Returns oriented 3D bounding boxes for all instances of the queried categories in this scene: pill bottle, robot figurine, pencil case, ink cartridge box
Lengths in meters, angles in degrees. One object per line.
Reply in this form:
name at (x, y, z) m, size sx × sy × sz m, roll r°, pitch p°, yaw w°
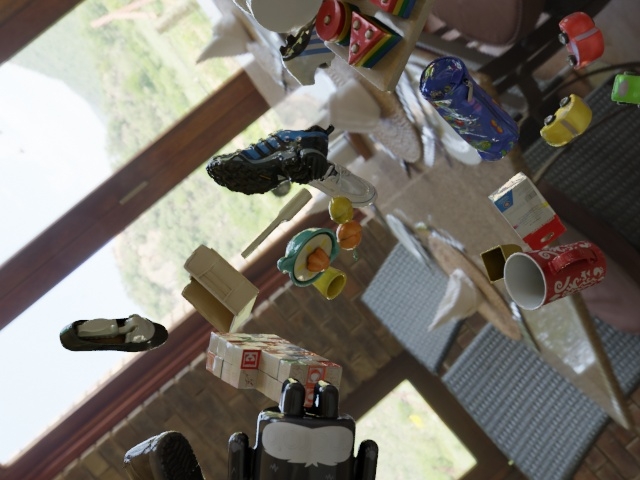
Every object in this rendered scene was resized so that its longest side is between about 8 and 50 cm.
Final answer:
pill bottle at (-0.141, -0.688, 1.606) m, size 0.407 × 0.229 × 0.229 m, roll 65°, pitch -174°, yaw 35°
robot figurine at (-0.029, 0.378, 1.128) m, size 0.209 × 0.278 × 0.174 m, roll 0°, pitch 173°, yaw 32°
pencil case at (0.355, -0.304, 1.560) m, size 0.306 × 0.119 × 0.133 m, roll 33°, pitch 171°, yaw -39°
ink cartridge box at (0.669, -0.089, 2.152) m, size 0.231 × 0.134 × 0.078 m, roll 49°, pitch -168°, yaw -15°

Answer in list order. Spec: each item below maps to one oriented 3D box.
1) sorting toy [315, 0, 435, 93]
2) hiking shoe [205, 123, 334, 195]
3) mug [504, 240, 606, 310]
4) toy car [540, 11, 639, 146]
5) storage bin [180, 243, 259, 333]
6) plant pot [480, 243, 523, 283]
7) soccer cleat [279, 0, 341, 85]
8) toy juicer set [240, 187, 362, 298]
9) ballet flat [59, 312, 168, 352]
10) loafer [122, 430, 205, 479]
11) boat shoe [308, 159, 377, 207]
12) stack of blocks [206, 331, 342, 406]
sorting toy at (0.100, -0.481, 1.383) m, size 0.089 × 0.255 × 0.257 m, roll 1°, pitch -144°, yaw -38°
hiking shoe at (-0.115, -0.187, 1.524) m, size 0.113 × 0.304 × 0.132 m, roll 65°, pitch -150°, yaw -46°
mug at (0.467, 0.063, 1.276) m, size 0.150 × 0.169 × 0.113 m, roll 3°, pitch 103°, yaw 65°
toy car at (0.525, -0.279, 1.200) m, size 0.053 × 0.225 × 0.239 m, roll -117°, pitch 32°, yaw -72°
storage bin at (-0.355, 0.174, 2.279) m, size 0.260 × 0.123 × 0.262 m, roll 41°, pitch 153°, yaw 7°
plant pot at (0.467, 0.053, 1.667) m, size 0.081 × 0.083 × 0.081 m, roll -34°, pitch 71°, yaw 59°
soccer cleat at (0.004, -0.572, 1.864) m, size 0.116 × 0.331 × 0.143 m, roll 10°, pitch 149°, yaw 43°
toy juicer set at (0.000, 0.000, 1.370) m, size 0.089 × 0.209 × 0.329 m, roll 33°, pitch -178°, yaw 33°
ballet flat at (-0.503, 0.232, 1.668) m, size 0.280 × 0.096 × 0.095 m, roll -1°, pitch -124°, yaw -36°
loafer at (-0.287, 0.542, 1.335) m, size 0.134 × 0.130 × 0.365 m, roll -40°, pitch -61°, yaw -61°
boat shoe at (0.035, -0.169, 1.846) m, size 0.258 × 0.095 × 0.084 m, roll 21°, pitch 161°, yaw 20°
stack of blocks at (-0.108, 0.276, 1.448) m, size 0.171 × 0.087 × 0.297 m, roll 8°, pitch -179°, yaw -33°
